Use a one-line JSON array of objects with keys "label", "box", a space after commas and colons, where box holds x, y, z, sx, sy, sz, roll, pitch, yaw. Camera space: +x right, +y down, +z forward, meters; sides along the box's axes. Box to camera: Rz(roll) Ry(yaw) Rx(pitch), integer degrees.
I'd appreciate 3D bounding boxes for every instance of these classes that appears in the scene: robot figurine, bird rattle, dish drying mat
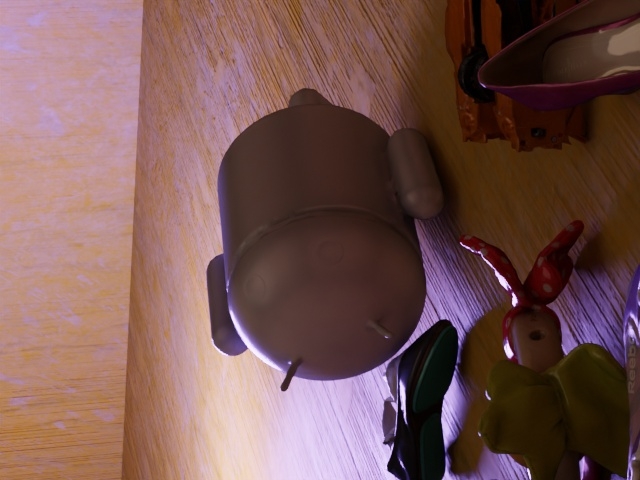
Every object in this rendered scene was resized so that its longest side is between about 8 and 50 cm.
[{"label": "robot figurine", "box": [0.000, 0.000, 1.944, 0.300, 0.200, 0.353, -38, 36, 25]}, {"label": "bird rattle", "box": [0.169, 0.118, 1.520, 0.253, 0.143, 0.207, -111, 12, -53]}, {"label": "robot figurine", "box": [0.156, -0.223, 1.563, 0.211, 0.085, 0.291, -155, 62, -73]}, {"label": "dish drying mat", "box": [0.222, 0.198, 1.564, 0.032, 0.008, 0.083, -125, 35, -62]}]

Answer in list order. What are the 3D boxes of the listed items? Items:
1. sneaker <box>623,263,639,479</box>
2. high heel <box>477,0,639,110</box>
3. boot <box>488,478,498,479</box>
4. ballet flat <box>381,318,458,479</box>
[{"label": "sneaker", "box": [0.248, 0.105, 1.302, 0.104, 0.095, 0.236, -172, 84, -82]}, {"label": "high heel", "box": [0.200, -0.149, 1.346, 0.244, 0.117, 0.082, 151, 115, -74]}, {"label": "boot", "box": [0.123, 0.468, 1.538, 0.445, 0.367, 0.146, 53, 165, 15]}, {"label": "ballet flat", "box": [0.092, 0.160, 1.908, 0.074, 0.074, 0.203, -117, 25, -56]}]
